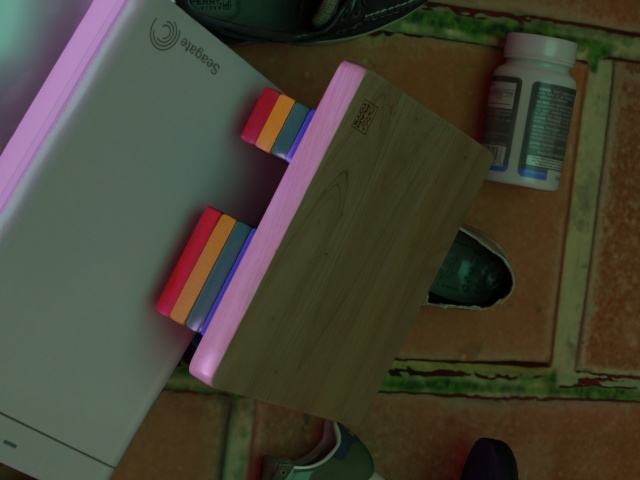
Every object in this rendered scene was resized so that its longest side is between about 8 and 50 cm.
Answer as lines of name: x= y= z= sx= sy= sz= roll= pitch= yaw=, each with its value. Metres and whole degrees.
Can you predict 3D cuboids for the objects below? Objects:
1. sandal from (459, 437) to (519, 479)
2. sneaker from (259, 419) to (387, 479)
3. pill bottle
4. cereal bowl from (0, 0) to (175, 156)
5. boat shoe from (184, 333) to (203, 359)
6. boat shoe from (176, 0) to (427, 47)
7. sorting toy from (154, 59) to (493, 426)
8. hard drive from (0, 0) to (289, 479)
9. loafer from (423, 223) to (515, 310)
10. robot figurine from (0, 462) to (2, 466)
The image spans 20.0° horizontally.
sandal: x=0.074 y=0.386 z=1.618 sx=0.107 sy=0.167 sz=0.445 roll=18 pitch=87 yaw=-10
sneaker: x=-0.037 y=0.229 z=1.593 sx=0.192 sy=0.064 sz=0.086 roll=-32 pitch=102 yaw=-20
pill bottle: x=0.190 y=-0.117 z=1.653 sx=0.078 sy=0.078 sz=0.137 roll=9 pitch=92 yaw=-28
cereal bowl: x=-0.289 y=-0.183 z=1.362 sx=0.339 sy=0.141 sz=0.339 roll=-5 pitch=100 yaw=-29
boat shoe: x=-0.120 y=0.026 z=1.511 sx=0.109 sy=0.089 sz=0.258 roll=-50 pitch=114 yaw=-23
boat shoe: x=-0.009 y=-0.212 z=1.531 sx=0.285 sy=0.092 sz=0.102 roll=-10 pitch=101 yaw=-26
sorting toy: x=0.000 y=0.000 z=1.434 sx=0.255 sy=0.089 sz=0.257 roll=25 pitch=91 yaw=-60
hard drive: x=-0.162 y=0.005 z=1.364 sx=0.233 sy=0.047 sz=0.353 roll=36 pitch=81 yaw=-47
loafer: x=0.063 y=0.003 z=1.595 sx=0.269 sy=0.092 sz=0.102 roll=11 pitch=91 yaw=-28
robot figurine: x=-0.330 y=0.247 z=1.429 sx=0.291 sy=0.085 sz=0.211 roll=-35 pitch=110 yaw=-19
